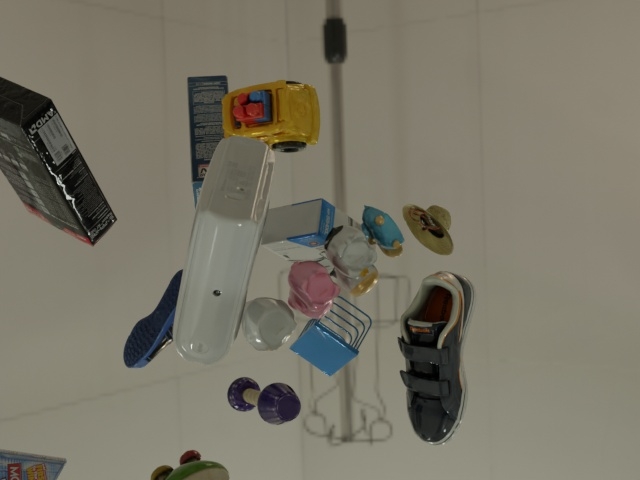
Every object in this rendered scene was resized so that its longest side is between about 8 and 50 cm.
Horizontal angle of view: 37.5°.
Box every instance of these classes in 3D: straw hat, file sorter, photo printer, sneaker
[{"bbox_3d":[0.250,-0.041,2.041,0.061,0.144,0.144,-44,-159,-22],"label":"straw hat"},{"bbox_3d":[0.026,0.215,2.157,0.118,0.104,0.170,35,148,-4],"label":"file sorter"},{"bbox_3d":[-0.155,0.024,1.491,0.107,0.308,0.256,13,-146,-5],"label":"photo printer"},{"bbox_3d":[-0.277,0.158,1.774,0.090,0.232,0.081,23,-157,-44],"label":"sneaker"},{"bbox_3d":[0.202,0.213,1.737,0.126,0.321,0.127,2,171,34],"label":"sneaker"}]

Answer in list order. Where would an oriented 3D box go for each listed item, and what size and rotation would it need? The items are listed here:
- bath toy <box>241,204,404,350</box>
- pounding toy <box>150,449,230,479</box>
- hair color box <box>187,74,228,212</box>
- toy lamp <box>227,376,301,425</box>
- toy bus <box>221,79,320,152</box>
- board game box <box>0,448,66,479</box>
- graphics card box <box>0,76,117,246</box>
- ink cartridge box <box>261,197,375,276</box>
[{"bbox_3d":[-0.007,0.077,1.731,0.348,0.151,0.129,-37,-153,-19],"label":"bath toy"},{"bbox_3d":[-0.318,0.542,2.072,0.183,0.237,0.110,20,-156,-51],"label":"pounding toy"},{"bbox_3d":[-0.261,-0.217,2.277,0.105,0.347,0.174,-4,143,-5],"label":"hair color box"},{"bbox_3d":[-0.105,0.297,1.760,0.080,0.080,0.274,-3,178,-23],"label":"toy lamp"},{"bbox_3d":[-0.140,-0.268,2.027,0.220,0.150,0.211,-6,175,28],"label":"toy bus"},{"bbox_3d":[-0.576,0.473,1.778,0.194,0.194,0.060,-2,176,-16],"label":"board game box"},{"bbox_3d":[-0.592,-0.169,1.980,0.232,0.371,0.094,24,-119,31],"label":"graphics card box"},{"bbox_3d":[0.000,0.000,1.936,0.148,0.086,0.203,-11,151,35],"label":"ink cartridge box"}]
